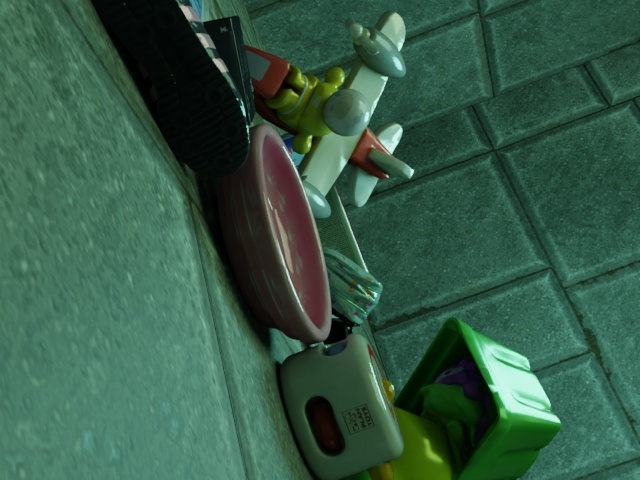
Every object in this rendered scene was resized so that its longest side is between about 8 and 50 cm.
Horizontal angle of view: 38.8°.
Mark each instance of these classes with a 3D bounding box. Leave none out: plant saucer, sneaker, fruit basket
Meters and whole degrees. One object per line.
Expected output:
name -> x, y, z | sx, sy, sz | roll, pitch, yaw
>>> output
plant saucer -> -0.070, -0.004, 1.341 | 0.332, 0.084, 0.332 | -15, 90, -81
sneaker -> -0.172, -0.229, 1.123 | 0.131, 0.112, 0.319 | -100, 170, -53
fruit basket -> 0.165, 0.338, 1.520 | 0.283, 0.392, 0.392 | -108, 175, -49

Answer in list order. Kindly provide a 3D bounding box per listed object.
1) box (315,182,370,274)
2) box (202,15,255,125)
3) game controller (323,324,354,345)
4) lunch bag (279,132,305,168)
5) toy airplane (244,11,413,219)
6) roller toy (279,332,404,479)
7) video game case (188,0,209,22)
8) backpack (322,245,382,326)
box -> 0.000, 0.000, 1.940 | 0.127, 0.149, 0.232 | -96, 166, -76
box -> -0.158, -0.253, 1.373 | 0.158, 0.093, 0.156 | -96, 176, -75
game controller -> 0.070, 0.300, 1.761 | 0.166, 0.067, 0.319 | -114, -175, -48
lunch bag -> -0.022, -0.244, 2.316 | 0.293, 0.221, 0.138 | -9, 78, -86
toy airplane -> 0.030, -0.217, 1.726 | 0.272, 0.384, 0.386 | 7, -68, 68
roller toy -> 0.038, 0.240, 1.313 | 0.191, 0.146, 0.209 | 64, 8, -48
video game case -> -0.260, -0.469, 1.492 | 0.244, 0.061, 0.269 | -105, 173, -61
backpack -> 0.020, 0.079, 1.668 | 0.182, 0.115, 0.152 | 34, 9, 1
